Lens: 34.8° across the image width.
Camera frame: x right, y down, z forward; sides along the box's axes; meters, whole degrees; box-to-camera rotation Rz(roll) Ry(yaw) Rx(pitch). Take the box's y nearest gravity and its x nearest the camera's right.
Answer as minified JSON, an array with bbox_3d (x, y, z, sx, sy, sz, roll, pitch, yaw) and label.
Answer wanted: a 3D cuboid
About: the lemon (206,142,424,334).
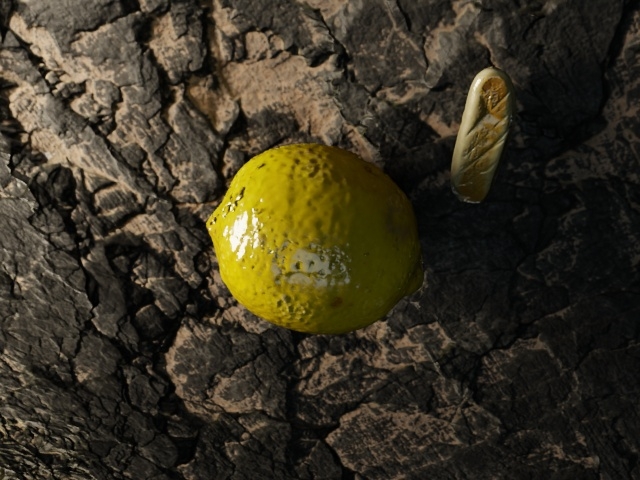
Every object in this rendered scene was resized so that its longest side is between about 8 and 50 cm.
[{"bbox_3d":[0.000,0.000,1.400,0.310,0.258,0.258,20,123,-3],"label":"lemon"}]

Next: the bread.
[{"bbox_3d":[0.225,-0.145,1.404,0.073,0.053,0.214,10,126,3],"label":"bread"}]
